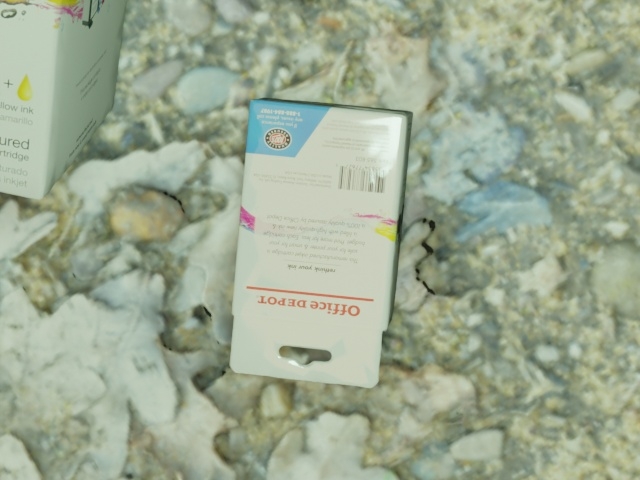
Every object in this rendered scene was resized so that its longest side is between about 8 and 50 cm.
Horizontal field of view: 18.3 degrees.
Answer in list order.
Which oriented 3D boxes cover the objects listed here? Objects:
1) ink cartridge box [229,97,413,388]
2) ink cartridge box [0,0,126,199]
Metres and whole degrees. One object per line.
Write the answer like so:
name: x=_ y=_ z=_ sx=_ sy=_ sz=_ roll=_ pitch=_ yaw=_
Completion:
ink cartridge box: x=0.000 y=0.000 z=1.316 sx=0.104 sy=0.061 sz=0.181 roll=6 pitch=96 yaw=6
ink cartridge box: x=-0.218 y=-0.176 z=1.237 sx=0.171 sy=0.168 sz=0.232 roll=12 pitch=117 yaw=6
